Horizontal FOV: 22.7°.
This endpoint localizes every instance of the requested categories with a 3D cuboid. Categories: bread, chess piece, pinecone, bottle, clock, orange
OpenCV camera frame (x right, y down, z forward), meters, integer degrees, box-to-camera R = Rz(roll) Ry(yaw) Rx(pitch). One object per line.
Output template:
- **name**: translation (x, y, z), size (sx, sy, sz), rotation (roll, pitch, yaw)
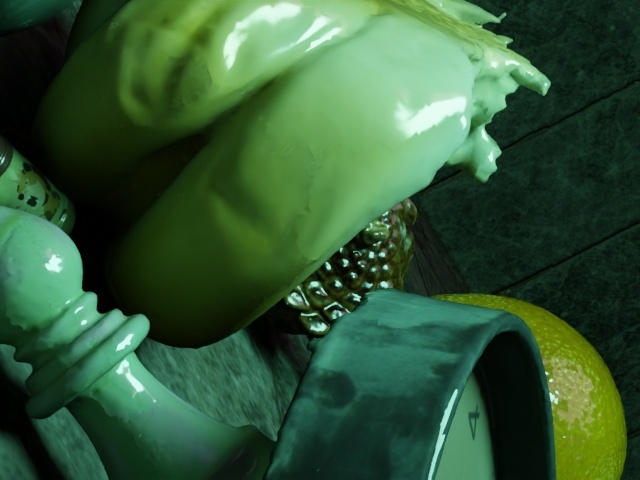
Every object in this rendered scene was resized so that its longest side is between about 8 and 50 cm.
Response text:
- **bread**: translation (-0.033, -0.106, 1.067), size (0.245, 0.329, 0.424), rotation (61, 10, -13)
- **chess piece**: translation (-0.109, 0.078, 0.832), size (0.271, 0.139, 0.139), rotation (52, 9, -3)
- **pinecone**: translation (0.002, 0.001, 1.457), size (0.169, 0.185, 0.212), rotation (25, -9, 4)
- **bottle**: translation (-0.184, -0.033, 0.911), size (0.101, 0.047, 0.063), rotation (53, 23, -42)
- **clock**: translation (0.045, 0.215, 0.781), size (0.386, 0.076, 0.386), rotation (4, 90, -72)
- **orange**: translation (0.142, 0.178, 1.469), size (0.274, 0.274, 0.274), rotation (60, 9, -16)

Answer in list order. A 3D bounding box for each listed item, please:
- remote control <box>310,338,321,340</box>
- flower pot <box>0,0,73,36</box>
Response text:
- **remote control**: translation (0.019, 0.068, 1.647), size (0.309, 0.090, 0.038), rotation (64, 22, 12)
- **flower pot**: translation (-0.223, -0.230, 0.912), size (0.243, 0.157, 0.189), rotation (65, 10, 5)
